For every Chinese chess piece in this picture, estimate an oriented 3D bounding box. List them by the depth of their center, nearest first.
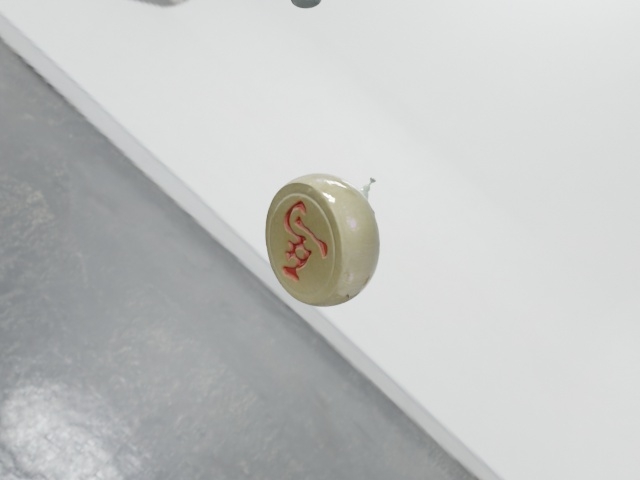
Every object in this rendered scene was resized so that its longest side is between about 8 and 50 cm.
[{"bbox_3d":[0.000,0.000,1.619,0.102,0.273,0.273,-12,51,-40],"label":"Chinese chess piece"}]

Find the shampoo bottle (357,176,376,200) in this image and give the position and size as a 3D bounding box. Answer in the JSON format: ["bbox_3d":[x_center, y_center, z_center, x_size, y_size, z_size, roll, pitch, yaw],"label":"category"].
[{"bbox_3d":[0.101,-0.112,2.239,0.045,0.152,0.077,39,-1,25],"label":"shampoo bottle"}]

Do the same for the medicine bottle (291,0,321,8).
[{"bbox_3d":[-0.027,-0.476,1.482,0.058,0.058,0.091,19,62,-47],"label":"medicine bottle"}]
